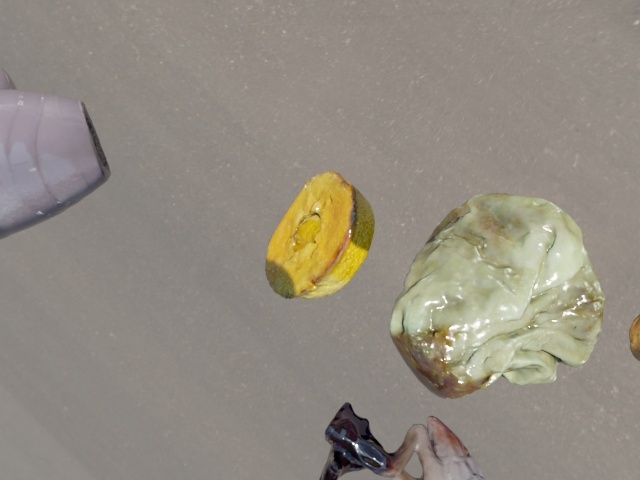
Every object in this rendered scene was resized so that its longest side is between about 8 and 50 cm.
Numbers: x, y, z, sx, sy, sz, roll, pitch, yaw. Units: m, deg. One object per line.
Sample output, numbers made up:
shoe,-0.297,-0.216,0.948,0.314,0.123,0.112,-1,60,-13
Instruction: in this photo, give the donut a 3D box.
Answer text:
donut,0.000,0.000,0.588,0.065,0.162,0.178,24,113,-35

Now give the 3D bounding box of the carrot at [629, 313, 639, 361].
carrot,0.634,0.175,0.666,0.138,0.302,0.139,-1,95,-16

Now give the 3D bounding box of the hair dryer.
hair dryer,-0.382,-0.111,0.431,0.361,0.300,0.121,-126,24,-45

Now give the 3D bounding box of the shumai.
shumai,0.242,0.103,0.669,0.309,0.263,0.304,38,133,29

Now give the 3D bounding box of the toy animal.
toy animal,0.132,0.295,0.432,0.324,0.195,0.091,43,130,33
